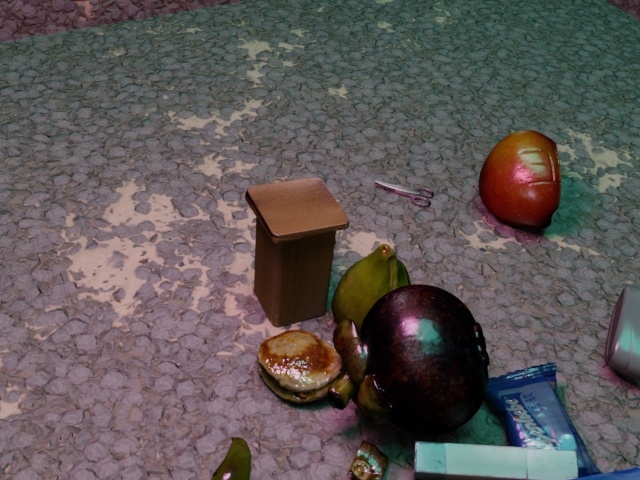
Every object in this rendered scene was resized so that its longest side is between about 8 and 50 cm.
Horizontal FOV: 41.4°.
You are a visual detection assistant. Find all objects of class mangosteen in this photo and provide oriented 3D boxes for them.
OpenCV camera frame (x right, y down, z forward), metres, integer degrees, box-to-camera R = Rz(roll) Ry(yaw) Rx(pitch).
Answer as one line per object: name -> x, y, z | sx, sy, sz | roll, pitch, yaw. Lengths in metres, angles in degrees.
mangosteen -> 0.198, 0.252, 1.777 | 0.330, 0.330, 0.330 | 3, 40, -3

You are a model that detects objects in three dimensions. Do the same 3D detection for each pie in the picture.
pie -> -0.043, 0.271, 1.885 | 0.205, 0.084, 0.179 | 31, 47, 30

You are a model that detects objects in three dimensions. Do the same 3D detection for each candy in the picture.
candy -> 0.475, 0.408, 1.797 | 0.187, 0.077, 0.331 | -11, 45, -7

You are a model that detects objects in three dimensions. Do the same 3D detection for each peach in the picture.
peach -> 0.564, -0.154, 2.358 | 0.245, 0.248, 0.275 | -21, 50, 22

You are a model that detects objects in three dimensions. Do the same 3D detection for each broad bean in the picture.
broad bean -> -0.180, 0.505, 1.610 | 0.077, 0.061, 0.339 | 10, 41, -6

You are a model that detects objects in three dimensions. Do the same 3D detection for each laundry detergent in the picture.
laundry detergent -> 0.881, 0.267, 1.977 | 0.398, 0.125, 0.264 | 20, 41, 12

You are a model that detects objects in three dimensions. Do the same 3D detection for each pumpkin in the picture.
pumpkin -> 0.097, 0.463, 1.718 | 0.073, 0.035, 0.101 | 28, 41, 8

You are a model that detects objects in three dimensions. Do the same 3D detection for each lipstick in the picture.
lipstick -> 0.347, 0.450, 1.693 | 0.317, 0.066, 0.068 | 2, 60, 7

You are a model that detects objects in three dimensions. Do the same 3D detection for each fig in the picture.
fig -> 0.134, 0.103, 1.955 | 0.206, 0.275, 0.206 | 2, 40, -2

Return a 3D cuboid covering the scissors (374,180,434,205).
scissors -> 0.239, -0.144, 2.451 | 0.176, 0.022, 0.085 | 17, 43, 9

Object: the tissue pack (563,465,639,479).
tissue pack -> 0.510, 0.552, 1.575 | 0.263, 0.146, 0.198 | -6, 41, -13

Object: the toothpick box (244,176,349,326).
toothpick box -> -0.065, 0.034, 1.986 | 0.190, 0.308, 0.187 | -13, 44, -22
